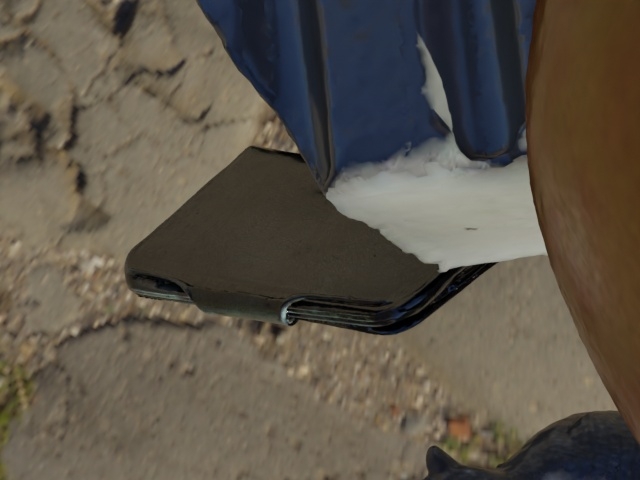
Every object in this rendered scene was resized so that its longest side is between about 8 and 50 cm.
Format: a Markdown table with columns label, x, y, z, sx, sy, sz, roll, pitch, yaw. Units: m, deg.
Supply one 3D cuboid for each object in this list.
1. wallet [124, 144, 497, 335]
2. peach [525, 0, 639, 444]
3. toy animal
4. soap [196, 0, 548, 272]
| label | x | y | z | sx | sy | sz | roll | pitch | yaw |
| --- | --- | --- | --- | --- | --- | --- | --- | --- | --- |
| wallet | 0.000 | 0.000 | 1.252 | 0.318 | 0.172 | 0.045 | 8 | 130 | 49 |
| peach | 0.256 | -0.033 | 0.528 | 0.388 | 0.388 | 0.388 | 3 | 113 | 6 |
| toy animal | 0.220 | 0.140 | 1.082 | 0.367 | 0.206 | 0.081 | 9 | 123 | -1 |
| soap | 0.109 | -0.217 | 1.000 | 0.350 | 0.213 | 0.435 | -12 | 74 | 16 |
